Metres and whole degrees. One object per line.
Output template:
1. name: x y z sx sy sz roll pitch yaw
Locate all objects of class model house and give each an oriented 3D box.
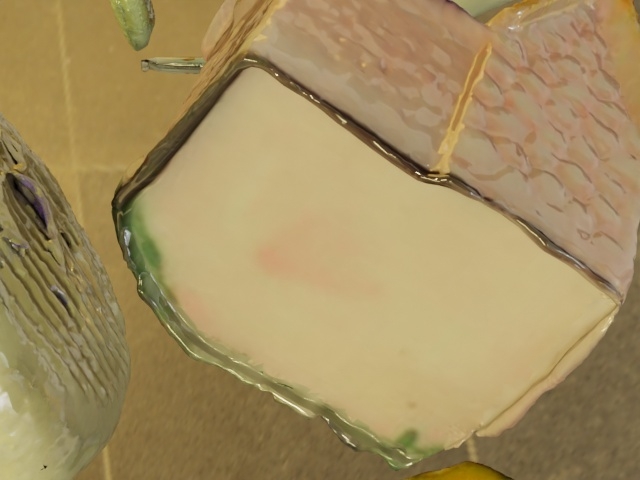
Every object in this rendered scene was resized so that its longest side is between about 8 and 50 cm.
1. model house: 0.039 -0.051 0.893 0.237 0.202 0.237 31 45 -8

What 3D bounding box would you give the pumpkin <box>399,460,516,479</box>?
1. pumpkin: 0.062 0.212 0.864 0.149 0.254 0.130 -49 118 -28

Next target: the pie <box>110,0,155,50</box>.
1. pie: -0.231 -0.317 1.938 0.041 0.187 0.187 -15 61 1

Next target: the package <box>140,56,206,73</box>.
1. package: -0.142 -0.192 1.803 0.110 0.037 0.015 1 82 -4

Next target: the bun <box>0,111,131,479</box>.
1. bun: -0.223 0.032 0.975 0.168 0.273 0.273 -26 62 12

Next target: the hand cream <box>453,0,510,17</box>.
1. hand cream: 0.124 -0.258 1.580 0.077 0.340 0.124 2 82 -35
